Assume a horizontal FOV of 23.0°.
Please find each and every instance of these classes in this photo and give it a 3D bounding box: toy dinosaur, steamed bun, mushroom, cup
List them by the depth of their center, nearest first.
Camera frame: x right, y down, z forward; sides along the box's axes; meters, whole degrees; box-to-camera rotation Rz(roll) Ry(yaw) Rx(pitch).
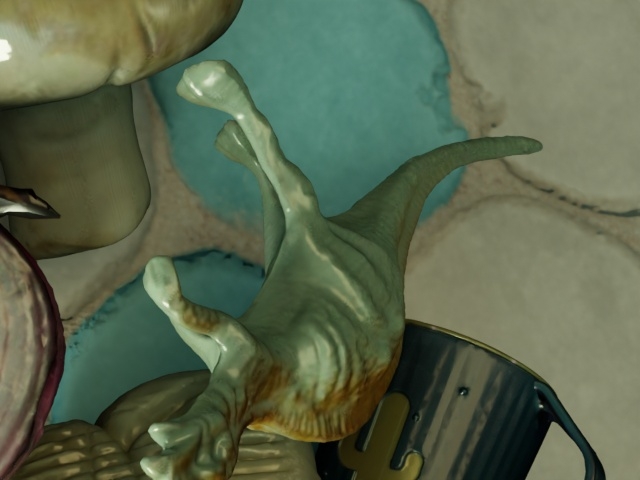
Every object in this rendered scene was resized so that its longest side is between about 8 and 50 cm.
[{"bbox_3d":[-0.087,0.190,0.847,0.211,0.144,0.218,-15,41,-6],"label":"steamed bun"},{"bbox_3d":[0.000,0.000,0.870,0.393,0.092,0.205,-18,77,-53],"label":"toy dinosaur"},{"bbox_3d":[-0.151,-0.103,0.884,0.244,0.243,0.243,6,73,-19],"label":"mushroom"},{"bbox_3d":[0.072,0.146,0.922,0.177,0.131,0.155,14,70,31],"label":"cup"}]

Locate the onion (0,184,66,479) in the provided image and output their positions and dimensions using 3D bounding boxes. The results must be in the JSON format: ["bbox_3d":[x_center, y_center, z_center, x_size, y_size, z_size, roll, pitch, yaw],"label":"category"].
[{"bbox_3d":[-0.293,0.094,0.801,0.267,0.159,0.348,32,81,-1],"label":"onion"}]
